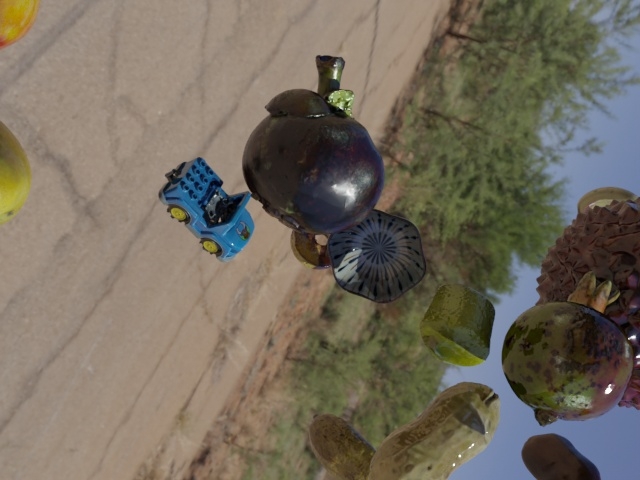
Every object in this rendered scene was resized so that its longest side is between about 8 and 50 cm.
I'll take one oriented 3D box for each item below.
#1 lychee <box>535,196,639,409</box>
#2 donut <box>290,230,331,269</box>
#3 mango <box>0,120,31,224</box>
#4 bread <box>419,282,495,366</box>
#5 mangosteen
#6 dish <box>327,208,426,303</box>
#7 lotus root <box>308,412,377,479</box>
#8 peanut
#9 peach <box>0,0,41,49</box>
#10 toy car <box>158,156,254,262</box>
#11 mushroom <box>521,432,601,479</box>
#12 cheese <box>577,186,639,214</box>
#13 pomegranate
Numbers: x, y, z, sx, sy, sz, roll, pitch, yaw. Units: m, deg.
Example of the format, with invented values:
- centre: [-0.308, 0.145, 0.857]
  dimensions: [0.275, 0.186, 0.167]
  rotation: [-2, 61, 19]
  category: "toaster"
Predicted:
- centre: [0.649, 0.141, 1.394]
  dimensions: [0.424, 0.425, 0.500]
  rotation: [-60, 142, -33]
  category: "lychee"
- centre: [0.000, 0.000, 1.490]
  dimensions: [0.140, 0.140, 0.059]
  rotation: [-61, -172, -28]
  category: "donut"
- centre: [-0.668, -0.142, 1.139]
  dimensions: [0.182, 0.365, 0.253]
  rotation: [-37, -143, 36]
  category: "mango"
- centre: [0.240, 0.147, 1.178]
  dimensions: [0.114, 0.111, 0.129]
  rotation: [-65, 145, -35]
  category: "bread"
- centre: [0.003, -0.153, 1.105]
  dimensions: [0.231, 0.231, 0.289]
  rotation: [14, 97, -80]
  category: "mangosteen"
- centre: [0.109, 0.021, 1.298]
  dimensions: [0.066, 0.191, 0.190]
  rotation: [-59, 170, -67]
  category: "dish"
- centre: [0.067, 0.479, 1.523]
  dimensions: [0.097, 0.258, 0.110]
  rotation: [-2, 123, -57]
  category: "lotus root"
- centre: [0.208, 0.361, 1.233]
  dimensions: [0.290, 0.130, 0.130]
  rotation: [-34, 161, -15]
  category: "peanut"
- centre: [-0.369, -0.284, 0.684]
  dimensions: [0.197, 0.197, 0.197]
  rotation: [24, 90, -81]
  category: "peach"
- centre: [-0.181, -0.057, 1.183]
  dimensions: [0.100, 0.191, 0.097]
  rotation: [-16, -144, 40]
  category: "toy car"
- centre: [0.630, 0.627, 1.768]
  dimensions: [0.227, 0.148, 0.217]
  rotation: [-118, -175, -57]
  category: "mushroom"
- centre: [0.710, -0.057, 1.580]
  dimensions: [0.064, 0.227, 0.137]
  rotation: [-35, 120, -52]
  category: "cheese"
- centre: [0.403, 0.175, 1.087]
  dimensions: [0.246, 0.198, 0.198]
  rotation: [-33, 152, -33]
  category: "pomegranate"
